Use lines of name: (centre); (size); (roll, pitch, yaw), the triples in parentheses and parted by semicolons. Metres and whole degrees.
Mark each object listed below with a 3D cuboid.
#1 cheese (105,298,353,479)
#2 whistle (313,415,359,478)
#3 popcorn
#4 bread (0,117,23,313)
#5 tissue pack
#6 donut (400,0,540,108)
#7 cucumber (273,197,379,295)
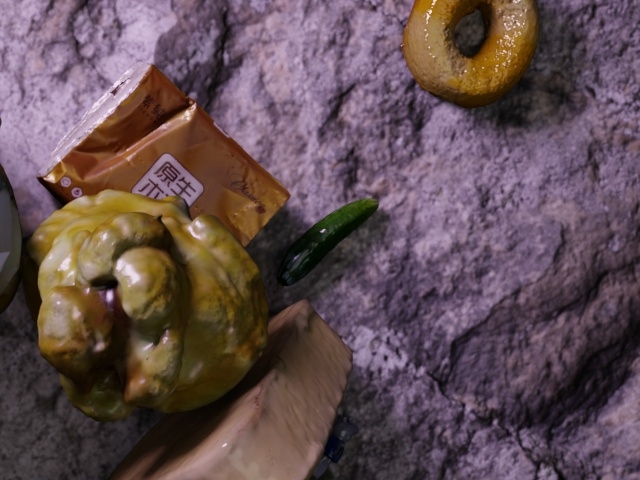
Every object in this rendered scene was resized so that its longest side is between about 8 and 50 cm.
cheese: (-0.133, 0.249, 1.918); (0.384, 0.384, 0.104); (-45, 99, -8)
whistle: (0.016, 0.244, 2.070); (0.033, 0.029, 0.083); (43, 75, -30)
popcorn: (-0.181, 0.073, 1.804); (0.276, 0.276, 0.226); (4, 101, -16)
bread: (-0.479, -0.016, 1.730); (0.395, 0.264, 0.239); (-13, 108, -39)
tissue pack: (-0.177, -0.062, 1.959); (0.226, 0.092, 0.183); (44, 82, -16)
donut: (0.184, -0.246, 2.060); (0.162, 0.065, 0.178); (15, 91, -16)
cucumber: (0.000, 0.000, 2.042); (0.168, 0.039, 0.039); (-41, 104, -12)
